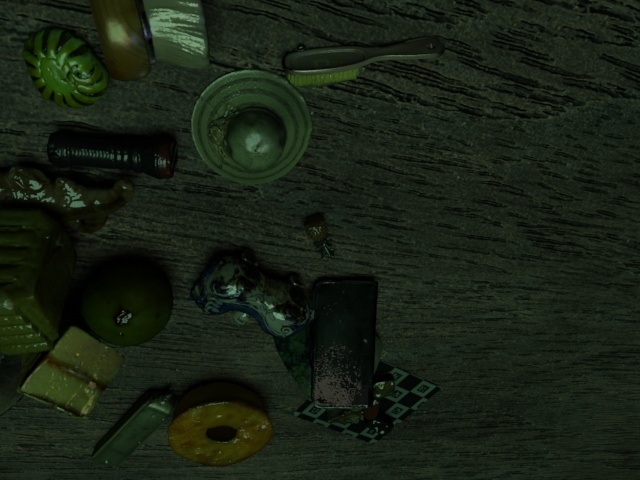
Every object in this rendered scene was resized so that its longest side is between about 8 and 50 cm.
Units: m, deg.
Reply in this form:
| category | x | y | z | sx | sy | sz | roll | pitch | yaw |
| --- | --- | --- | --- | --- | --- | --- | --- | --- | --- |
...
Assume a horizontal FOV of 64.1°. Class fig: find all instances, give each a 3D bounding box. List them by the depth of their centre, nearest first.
| category | x | y | z | sx | sy | sz | roll | pitch | yaw |
| --- | --- | --- | --- | --- | --- | --- | --- | --- | --- |
| fig | -0.432 | 0.150 | 1.132 | 0.203 | 0.225 | 0.202 | -3 | 102 | -13 |

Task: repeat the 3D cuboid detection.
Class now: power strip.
| category | x | y | z | sx | sy | sz | roll | pitch | yaw |
| --- | --- | --- | --- | --- | --- | --- | --- | --- | --- |
| power strip | -0.541 | 0.545 | 1.496 | 0.092 | 0.066 | 0.387 | 33 | 117 | -26 |

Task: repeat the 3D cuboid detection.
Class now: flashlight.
| category | x | y | z | sx | sy | sz | roll | pitch | yaw |
| --- | --- | --- | --- | --- | --- | --- | --- | --- | --- |
| flashlight | -0.402 | -0.171 | 0.994 | 0.232 | 0.093 | 0.092 | 6 | 124 | -7 |

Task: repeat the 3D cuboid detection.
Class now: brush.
| category | x | y | z | sx | sy | sz | roll | pitch | yaw |
| --- | --- | --- | --- | --- | --- | --- | --- | --- | --- |
| brush | -0.286 | -0.396 | 0.811 | 0.166 | 0.174 | 0.266 | -17 | 110 | -15 |
| brush | 0.082 | -0.337 | 0.974 | 0.313 | 0.072 | 0.067 | -10 | 149 | -6 |

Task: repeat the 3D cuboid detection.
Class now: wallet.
| category | x | y | z | sx | sy | sz | roll | pitch | yaw |
| --- | --- | --- | --- | --- | --- | --- | --- | --- | --- |
| wallet | 0.057 | 0.257 | 1.285 | 0.173 | 0.045 | 0.317 | 3 | 84 | -10 |

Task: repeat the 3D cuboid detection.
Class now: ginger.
| category | x | y | z | sx | sy | sz | roll | pitch | yaw |
| --- | --- | --- | --- | --- | --- | --- | --- | --- | --- |
| ginger | -0.542 | -0.080 | 1.037 | 0.333 | 0.080 | 0.166 | 0 | 143 | -11 |

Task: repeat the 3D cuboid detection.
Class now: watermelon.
| category | x | y | z | sx | sy | sz | roll | pitch | yaw |
| --- | --- | --- | --- | --- | --- | --- | --- | --- | --- |
| watermelon | 0.034 | 0.307 | 1.378 | 0.260 | 0.176 | 0.255 | -21 | 87 | 7 |

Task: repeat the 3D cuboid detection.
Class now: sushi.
| category | x | y | z | sx | sy | sz | roll | pitch | yaw |
| --- | --- | --- | --- | --- | --- | --- | --- | --- | --- |
| sushi | 0.156 | 0.529 | 1.600 | 0.359 | 0.064 | 0.343 | 29 | 116 | -27 |

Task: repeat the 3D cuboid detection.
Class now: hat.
| category | x | y | z | sx | sy | sz | roll | pitch | yaw |
| --- | --- | --- | --- | --- | --- | --- | --- | --- | --- |
| hat | -0.130 | -0.195 | 1.002 | 0.252 | 0.110 | 0.252 | -5 | 125 | -7 |

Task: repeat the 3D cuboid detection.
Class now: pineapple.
| category | x | y | z | sx | sy | sz | roll | pitch | yaw |
| --- | --- | --- | --- | --- | --- | --- | --- | --- | --- |
| pineapple | 0.000 | 0.000 | 1.198 | 0.058 | 0.058 | 0.124 | -18 | 127 | 3 |

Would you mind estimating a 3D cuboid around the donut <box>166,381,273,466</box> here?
| category | x | y | z | sx | sy | sz | roll | pitch | yaw |
| --- | --- | --- | --- | --- | --- | --- | --- | --- | --- |
| donut | -0.290 | 0.528 | 1.491 | 0.303 | 0.110 | 0.302 | -6 | 126 | -8 |

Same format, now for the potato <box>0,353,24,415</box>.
| category | x | y | z | sx | sy | sz | roll | pitch | yaw |
| --- | --- | --- | --- | --- | --- | --- | --- | --- | --- |
| potato | -0.802 | 0.332 | 1.296 | 0.261 | 0.100 | 0.120 | -60 | 154 | 13 |

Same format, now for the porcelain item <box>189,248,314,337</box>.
| category | x | y | z | sx | sy | sz | roll | pitch | yaw |
| --- | --- | --- | --- | --- | --- | --- | --- | --- | --- |
| porcelain item | -0.163 | 0.149 | 1.232 | 0.288 | 0.138 | 0.186 | 31 | 126 | -26 |

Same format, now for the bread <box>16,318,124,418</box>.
| category | x | y | z | sx | sy | sz | roll | pitch | yaw |
| --- | --- | --- | --- | --- | --- | --- | --- | --- | --- |
| bread | -0.594 | 0.276 | 1.150 | 0.264 | 0.163 | 0.167 | -3 | 142 | 45 |

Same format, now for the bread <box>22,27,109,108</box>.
| category | x | y | z | sx | sy | sz | roll | pitch | yaw |
| --- | --- | --- | --- | --- | --- | --- | --- | --- | --- |
| bread | -0.449 | -0.299 | 0.898 | 0.130 | 0.071 | 0.139 | -9 | 126 | 2 |

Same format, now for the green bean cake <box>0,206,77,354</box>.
| category | x | y | z | sx | sy | sz | roll | pitch | yaw |
| --- | --- | --- | --- | --- | --- | --- | --- | --- | --- |
| green bean cake | -0.567 | 0.080 | 0.992 | 0.124 | 0.236 | 0.233 | 0 | 145 | -6 |

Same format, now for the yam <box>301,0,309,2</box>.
| category | x | y | z | sx | sy | sz | roll | pitch | yaw |
| --- | --- | --- | --- | --- | --- | --- | --- | --- | --- |
| yam | -0.033 | -0.477 | 0.839 | 0.079 | 0.079 | 0.141 | -27 | 126 | 10 |
